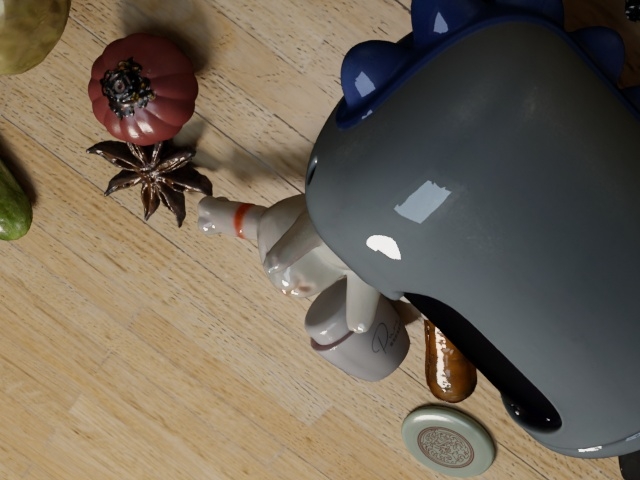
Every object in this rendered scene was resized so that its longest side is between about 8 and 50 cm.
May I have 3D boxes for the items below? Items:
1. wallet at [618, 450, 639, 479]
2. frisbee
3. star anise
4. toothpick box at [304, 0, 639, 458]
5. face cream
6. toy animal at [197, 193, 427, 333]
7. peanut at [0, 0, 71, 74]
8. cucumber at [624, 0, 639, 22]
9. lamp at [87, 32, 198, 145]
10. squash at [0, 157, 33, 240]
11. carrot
[{"bbox_3d":[0.402,0.184,1.051,0.250,0.044,0.149,2,123,30],"label":"wallet"},{"bbox_3d":[0.142,0.229,1.259,0.110,0.014,0.110,16,133,18],"label":"frisbee"},{"bbox_3d":[-0.174,-0.073,1.163,0.141,0.042,0.141,14,132,16],"label":"star anise"},{"bbox_3d":[0.152,-0.032,0.845,0.355,0.263,0.263,41,137,-21],"label":"toothpick box"},{"bbox_3d":[0.039,0.093,1.149,0.091,0.091,0.095,-25,119,42],"label":"face cream"},{"bbox_3d":[0.002,0.010,1.058,0.283,0.138,0.140,-14,135,35],"label":"toy animal"},{"bbox_3d":[-0.290,-0.285,0.982,0.147,0.147,0.305,25,133,10],"label":"peanut"},{"bbox_3d":[0.287,-0.184,0.804,0.135,0.034,0.033,-11,116,36],"label":"cucumber"},{"bbox_3d":[-0.169,-0.144,1.065,0.108,0.092,0.107,1,94,20],"label":"lamp"},{"bbox_3d":[-0.406,-0.098,1.260,0.069,0.069,0.238,-13,121,37],"label":"squash"},{"bbox_3d":[0.128,0.093,1.128,0.055,0.055,0.161,6,123,26],"label":"carrot"}]
